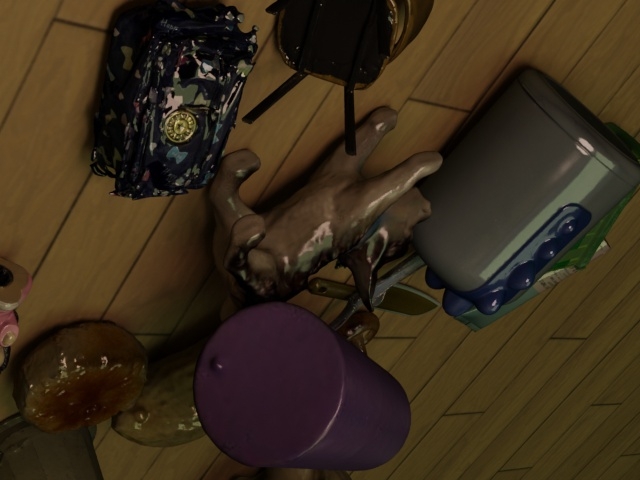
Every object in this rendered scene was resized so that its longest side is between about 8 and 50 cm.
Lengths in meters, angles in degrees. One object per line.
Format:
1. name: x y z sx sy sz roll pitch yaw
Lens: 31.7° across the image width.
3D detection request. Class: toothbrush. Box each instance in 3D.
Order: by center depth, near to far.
1. toothbrush: 0.097 0.077 1.864 0.413 0.042 0.035 -35 141 -12

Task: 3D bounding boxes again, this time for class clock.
1. clock: -0.474 0.114 1.417 0.194 0.100 0.195 -2 133 -33

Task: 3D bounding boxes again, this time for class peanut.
1. peanut: -0.179 0.225 1.762 0.313 0.152 0.152 -28 146 -9

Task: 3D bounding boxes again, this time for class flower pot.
1. flower pot: -0.417 0.392 1.724 0.212 0.202 0.212 -19 144 -14

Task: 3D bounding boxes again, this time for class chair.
1. chair: 0.031 -0.242 1.341 0.172 0.247 0.158 19 133 1

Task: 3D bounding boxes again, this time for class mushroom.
1. mushroom: 0.056 0.183 1.954 0.088 0.073 0.129 -6 105 -55

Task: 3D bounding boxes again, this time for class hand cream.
1. hand cream: 0.398 0.073 2.138 0.312 0.070 0.111 -34 149 14

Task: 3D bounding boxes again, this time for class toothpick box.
1. toothpick box: 0.284 -0.048 1.687 0.354 0.263 0.263 -47 144 18

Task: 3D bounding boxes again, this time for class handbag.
1. handbag: -0.169 -0.158 1.315 0.162 0.113 0.260 -11 133 -41

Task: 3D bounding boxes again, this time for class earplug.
1. earplug: 0.008 0.239 1.638 0.215 0.215 0.456 -38 155 7

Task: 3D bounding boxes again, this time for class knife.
1. knife: 0.103 0.095 1.933 0.343 0.027 0.061 16 118 -49

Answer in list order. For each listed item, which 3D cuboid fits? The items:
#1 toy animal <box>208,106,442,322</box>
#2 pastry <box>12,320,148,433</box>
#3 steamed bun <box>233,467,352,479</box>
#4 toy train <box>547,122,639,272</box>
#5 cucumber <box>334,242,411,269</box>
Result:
1. toy animal: 0.000 0.000 1.592 0.344 0.194 0.302 -17 137 -18
2. pastry: -0.345 0.193 1.623 0.193 0.093 0.182 -6 140 -37
3. steamed bun: -0.078 0.524 2.140 0.324 0.219 0.310 -20 -178 -12
4. toy train: 0.416 -0.064 1.915 0.202 0.120 0.300 -12 141 -34
5. cucumber: 0.096 0.001 1.789 0.182 0.053 0.053 -18 143 -24
